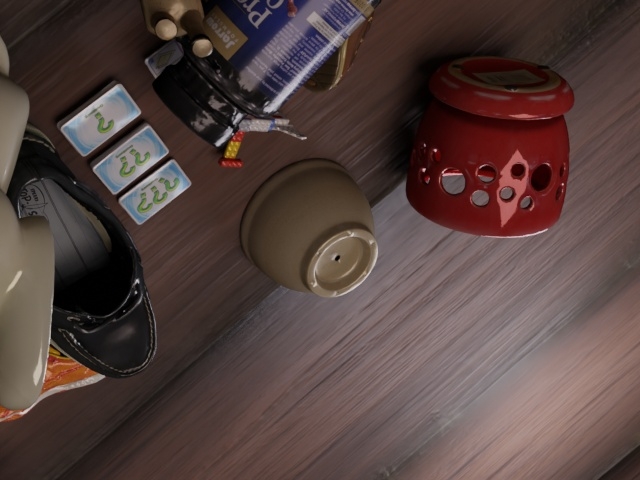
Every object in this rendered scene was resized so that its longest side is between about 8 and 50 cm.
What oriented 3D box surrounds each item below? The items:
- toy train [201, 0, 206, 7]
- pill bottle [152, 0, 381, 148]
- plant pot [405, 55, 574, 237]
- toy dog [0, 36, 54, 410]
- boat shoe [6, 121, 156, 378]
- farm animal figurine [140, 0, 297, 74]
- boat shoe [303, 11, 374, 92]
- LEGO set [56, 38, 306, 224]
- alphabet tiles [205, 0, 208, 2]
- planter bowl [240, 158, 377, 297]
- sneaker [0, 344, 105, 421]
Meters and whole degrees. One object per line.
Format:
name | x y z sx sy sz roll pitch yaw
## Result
toy train | -0.088 -0.258 1.132 0.158 0.027 0.036 -37 141 -6
pill bottle | -0.055 -0.198 1.101 0.219 0.123 0.123 -46 137 9
plant pot | 0.203 -0.119 1.358 0.191 0.191 0.174 -11 119 -30
toy dog | -0.437 -0.031 0.894 0.408 0.285 0.395 2 108 -37
boat shoe | -0.242 0.035 1.175 0.127 0.113 0.340 -31 128 -21
farm animal figurine | -0.103 -0.356 0.958 0.330 0.172 0.327 -45 121 10
boat shoe | 0.025 -0.245 1.222 0.060 0.064 0.178 -33 149 -57
LEGO set | -0.127 -0.128 1.201 0.244 0.060 0.182 -38 141 -6
alphabet tiles | -0.085 -0.335 1.100 0.237 0.009 0.198 -30 136 -12
planter bowl | 0.000 0.000 1.354 0.162 0.109 0.162 -19 133 -22
sneaker | -0.323 0.149 1.283 0.175 0.064 0.067 -27 120 -26
